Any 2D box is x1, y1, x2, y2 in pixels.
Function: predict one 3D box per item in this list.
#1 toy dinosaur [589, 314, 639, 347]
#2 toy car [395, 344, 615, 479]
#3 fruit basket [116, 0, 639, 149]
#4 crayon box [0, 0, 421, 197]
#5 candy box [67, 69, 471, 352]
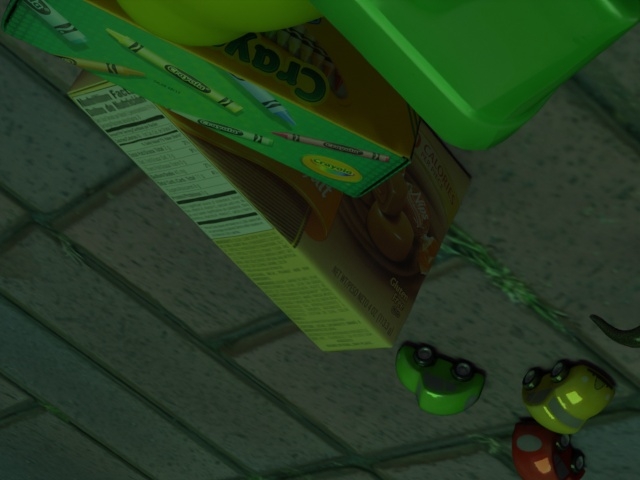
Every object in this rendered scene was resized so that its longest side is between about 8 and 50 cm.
[{"bbox_3d":[0.363,0.041,1.063,0.313,0.121,0.160,11,134,34],"label":"toy dinosaur"},{"bbox_3d":[0.176,0.175,1.446,0.225,0.053,0.239,20,149,12],"label":"toy car"},{"bbox_3d":[0.017,-0.233,0.732,0.392,0.283,0.392,39,168,10],"label":"fruit basket"},{"bbox_3d":[-0.056,-0.164,0.956,0.278,0.165,0.081,24,152,-19],"label":"crayon box"},{"bbox_3d":[-0.027,-0.078,1.097,0.087,0.183,0.316,-10,133,46],"label":"candy box"}]
